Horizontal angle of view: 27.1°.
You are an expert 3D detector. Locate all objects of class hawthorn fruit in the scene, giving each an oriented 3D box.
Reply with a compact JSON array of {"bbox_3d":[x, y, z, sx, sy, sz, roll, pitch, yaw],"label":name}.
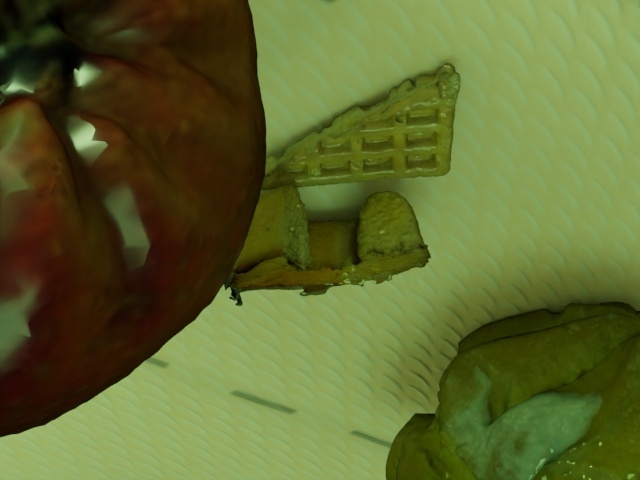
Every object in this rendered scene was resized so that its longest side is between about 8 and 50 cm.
[{"bbox_3d":[-0.243,-0.073,0.765,0.403,0.402,0.402,-4,145,-3],"label":"hawthorn fruit"}]

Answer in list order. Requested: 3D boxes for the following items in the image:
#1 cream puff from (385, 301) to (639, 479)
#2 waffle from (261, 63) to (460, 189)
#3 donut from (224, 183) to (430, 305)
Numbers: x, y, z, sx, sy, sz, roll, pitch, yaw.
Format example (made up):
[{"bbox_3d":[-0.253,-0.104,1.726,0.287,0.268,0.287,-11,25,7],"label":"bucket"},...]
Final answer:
[{"bbox_3d":[0.264,0.199,1.332,0.378,0.275,0.378,13,169,3],"label":"cream puff"},{"bbox_3d":[0.011,-0.086,1.056,0.191,0.032,0.125,-5,147,-3],"label":"waffle"},{"bbox_3d":[-0.003,0.003,1.127,0.181,0.078,0.146,-4,166,-26],"label":"donut"}]
